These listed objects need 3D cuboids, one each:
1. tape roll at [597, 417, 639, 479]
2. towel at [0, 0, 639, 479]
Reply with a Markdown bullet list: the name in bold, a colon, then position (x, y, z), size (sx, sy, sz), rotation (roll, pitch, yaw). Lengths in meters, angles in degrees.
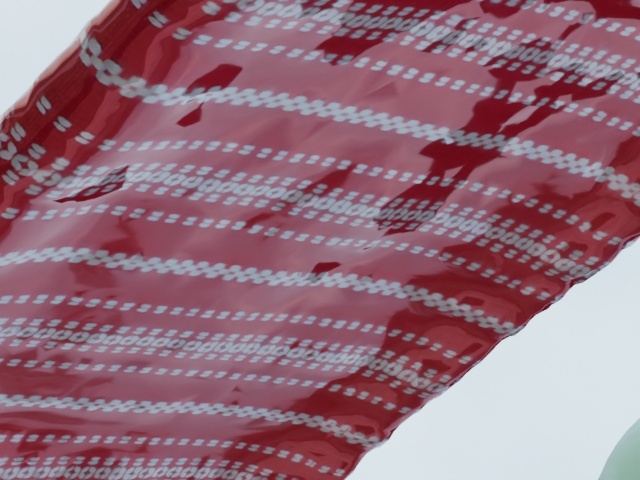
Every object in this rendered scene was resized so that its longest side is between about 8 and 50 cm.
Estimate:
- **tape roll**: position (0.259, 0.194, 0.782), size (0.321, 0.321, 0.077), rotation (45, -46, -2)
- **towel**: position (0.000, 0.000, 0.428), size (0.275, 0.199, 0.031), rotation (-42, -124, 31)
